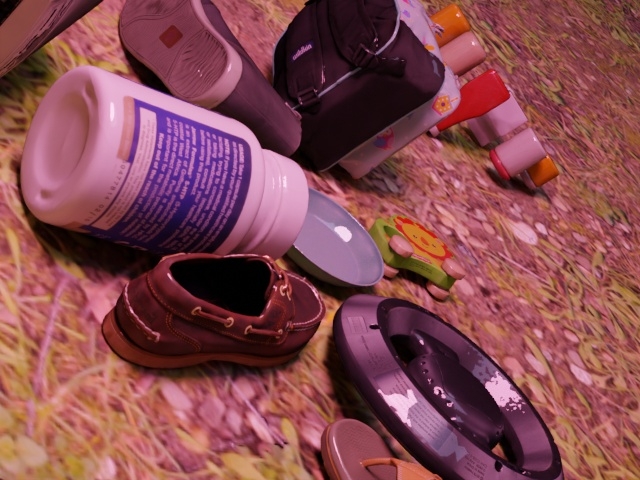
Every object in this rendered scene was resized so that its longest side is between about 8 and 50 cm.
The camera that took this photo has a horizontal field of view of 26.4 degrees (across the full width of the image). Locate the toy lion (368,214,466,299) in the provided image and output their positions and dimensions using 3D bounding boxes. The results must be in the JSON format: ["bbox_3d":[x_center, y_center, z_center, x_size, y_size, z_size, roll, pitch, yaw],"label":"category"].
[{"bbox_3d":[0.083,0.006,1.237,0.100,0.034,0.096,23,24,-32],"label":"toy lion"}]

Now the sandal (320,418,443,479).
[{"bbox_3d":[0.069,0.186,0.909,0.072,0.049,0.180,1,46,-53],"label":"sandal"}]

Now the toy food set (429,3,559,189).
[{"bbox_3d":[0.168,-0.143,1.545,0.232,0.104,0.111,58,11,-6],"label":"toy food set"}]

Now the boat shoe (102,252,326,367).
[{"bbox_3d":[-0.055,0.044,0.941,0.073,0.073,0.207,50,26,21],"label":"boat shoe"}]

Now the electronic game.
[{"bbox_3d":[0.100,0.126,1.046,0.229,0.048,0.229,38,18,-14],"label":"electronic game"}]

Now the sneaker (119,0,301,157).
[{"bbox_3d":[-0.100,-0.151,1.202,0.118,0.083,0.222,43,11,-43],"label":"sneaker"}]

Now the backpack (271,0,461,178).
[{"bbox_3d":[0.038,-0.164,1.287,0.144,0.166,0.188,38,26,-34],"label":"backpack"}]

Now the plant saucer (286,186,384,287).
[{"bbox_3d":[0.000,0.000,1.139,0.119,0.021,0.119,31,27,-18],"label":"plant saucer"}]

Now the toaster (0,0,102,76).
[{"bbox_3d":[-0.218,-0.206,0.976,0.129,0.227,0.146,47,42,-11],"label":"toaster"}]

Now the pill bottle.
[{"bbox_3d":[-0.104,-0.044,0.964,0.187,0.112,0.112,18,34,-38],"label":"pill bottle"}]
